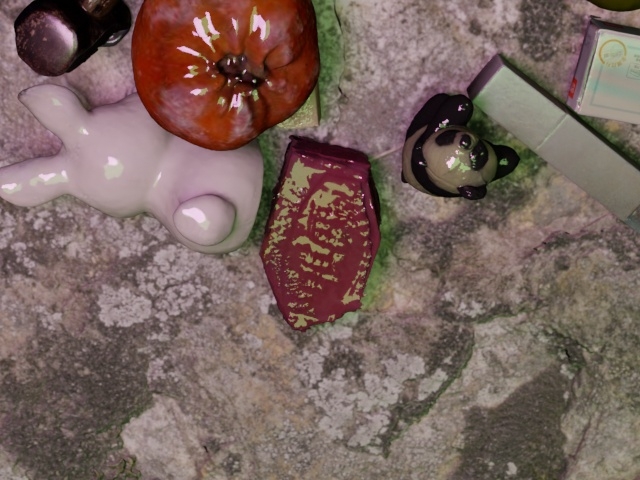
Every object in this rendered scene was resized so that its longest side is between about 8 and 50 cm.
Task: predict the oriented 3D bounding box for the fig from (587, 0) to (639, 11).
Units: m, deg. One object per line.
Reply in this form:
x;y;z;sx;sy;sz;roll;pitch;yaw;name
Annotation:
0.416;-0.418;1.762;0.203;0.225;0.202;0;88;-2;fig

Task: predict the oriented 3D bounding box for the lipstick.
0.384;-0.135;1.951;0.371;0.076;0.079;35;108;-14;lipstick

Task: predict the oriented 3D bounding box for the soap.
0.000;0.000;1.985;0.182;0.112;0.289;16;112;-4;soap

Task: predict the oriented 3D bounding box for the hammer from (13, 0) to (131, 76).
-0.240;-0.395;1.734;0.095;0.242;0.409;42;110;-5;hammer

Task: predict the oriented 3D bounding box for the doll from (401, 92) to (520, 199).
0.193;-0.123;1.880;0.143;0.234;0.135;44;85;-12;doll

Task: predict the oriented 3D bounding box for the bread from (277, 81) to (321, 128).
-0.055;-0.236;1.903;0.105;0.077;0.152;-6;111;-1;bread

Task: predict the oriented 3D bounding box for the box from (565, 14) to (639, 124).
0.506;-0.236;1.910;0.270;0.079;0.135;9;111;-4;box

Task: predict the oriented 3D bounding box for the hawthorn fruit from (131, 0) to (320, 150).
-0.134;-0.265;1.767;0.284;0.284;0.284;0;112;-1;hawthorn fruit

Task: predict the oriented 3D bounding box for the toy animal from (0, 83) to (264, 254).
-0.267;-0.100;1.867;0.368;0.241;0.196;19;109;-9;toy animal
